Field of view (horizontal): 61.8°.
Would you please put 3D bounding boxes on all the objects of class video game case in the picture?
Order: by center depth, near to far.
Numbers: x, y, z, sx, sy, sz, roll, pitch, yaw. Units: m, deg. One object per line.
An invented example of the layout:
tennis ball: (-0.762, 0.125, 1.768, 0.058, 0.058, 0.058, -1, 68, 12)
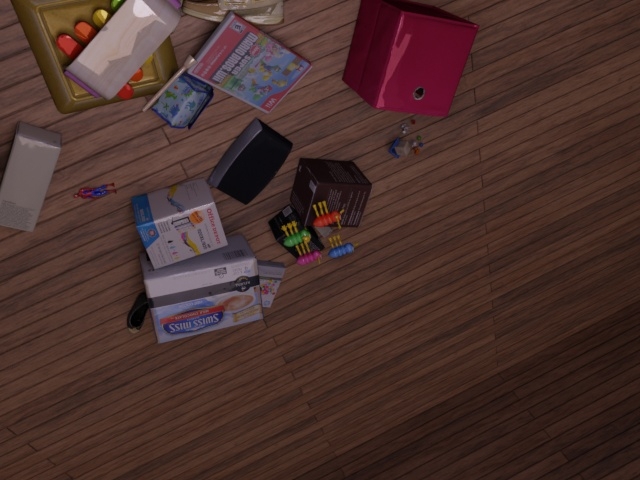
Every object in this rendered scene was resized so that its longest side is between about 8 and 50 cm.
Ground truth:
video game case: (-0.188, -0.471, 1.456, 0.285, 0.025, 0.204, 17, 133, -44)

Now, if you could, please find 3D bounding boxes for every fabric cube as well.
fabric cube: (0.246, -0.529, 1.527, 0.254, 0.259, 0.258, 1, 123, -24)

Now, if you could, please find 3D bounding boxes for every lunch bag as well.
lunch bag: (-0.361, -0.374, 1.453, 0.096, 0.151, 0.129, 42, 106, 2)

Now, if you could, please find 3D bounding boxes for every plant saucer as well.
plant saucer: (-0.537, -0.487, 1.318, 0.332, 0.081, 0.333, -17, 129, -12)

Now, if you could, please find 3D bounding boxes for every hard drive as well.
hard drive: (-0.213, -0.235, 1.666, 0.172, 0.054, 0.255, 31, 108, -37)

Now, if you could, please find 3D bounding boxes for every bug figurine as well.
bug figurine: (0.000, 0.000, 1.719, 0.216, 0.072, 0.279, -21, 145, 4)

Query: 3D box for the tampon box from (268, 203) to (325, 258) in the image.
tampon box: (-0.082, -0.020, 1.840, 0.101, 0.120, 0.161, -39, 131, 8)

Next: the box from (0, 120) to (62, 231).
box: (-0.786, -0.166, 1.428, 0.113, 0.094, 0.275, 17, 115, -34)

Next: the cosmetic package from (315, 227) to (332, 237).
cosmetic package: (-0.010, -0.068, 1.879, 0.041, 0.060, 0.115, -38, 132, 4)

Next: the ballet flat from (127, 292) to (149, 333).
ballet flat: (-0.626, 0.256, 1.839, 0.057, 0.049, 0.173, 11, 119, -29)

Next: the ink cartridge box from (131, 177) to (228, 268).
ink cartridge box: (-0.425, -0.056, 1.624, 0.232, 0.168, 0.171, -19, 129, -12)

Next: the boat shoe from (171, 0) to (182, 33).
boat shoe: (-0.373, -0.582, 1.317, 0.050, 0.045, 0.135, 11, 99, 17)

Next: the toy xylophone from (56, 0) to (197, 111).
toy xylophone: (-0.449, -0.452, 1.276, 0.322, 0.081, 0.236, -37, 131, 5)

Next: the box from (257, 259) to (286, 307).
box: (-0.225, 0.159, 1.961, 0.145, 0.038, 0.186, 9, 121, -29)

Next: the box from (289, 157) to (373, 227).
box: (0.032, -0.156, 1.760, 0.203, 0.168, 0.167, 0, 126, -24)

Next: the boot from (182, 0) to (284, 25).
boot: (-0.215, -0.651, 1.337, 0.262, 0.095, 0.203, -3, 121, -14)

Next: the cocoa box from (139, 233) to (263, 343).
cocoa box: (-0.383, 0.147, 1.729, 0.347, 0.231, 0.228, -11, 114, -17)

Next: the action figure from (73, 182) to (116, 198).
action figure: (-0.655, -0.139, 1.552, 0.115, 0.030, 0.038, -13, 133, -13)

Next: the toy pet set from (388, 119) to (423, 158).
toy pet set: (0.287, -0.335, 1.835, 0.114, 0.065, 0.122, -57, 139, -25)
